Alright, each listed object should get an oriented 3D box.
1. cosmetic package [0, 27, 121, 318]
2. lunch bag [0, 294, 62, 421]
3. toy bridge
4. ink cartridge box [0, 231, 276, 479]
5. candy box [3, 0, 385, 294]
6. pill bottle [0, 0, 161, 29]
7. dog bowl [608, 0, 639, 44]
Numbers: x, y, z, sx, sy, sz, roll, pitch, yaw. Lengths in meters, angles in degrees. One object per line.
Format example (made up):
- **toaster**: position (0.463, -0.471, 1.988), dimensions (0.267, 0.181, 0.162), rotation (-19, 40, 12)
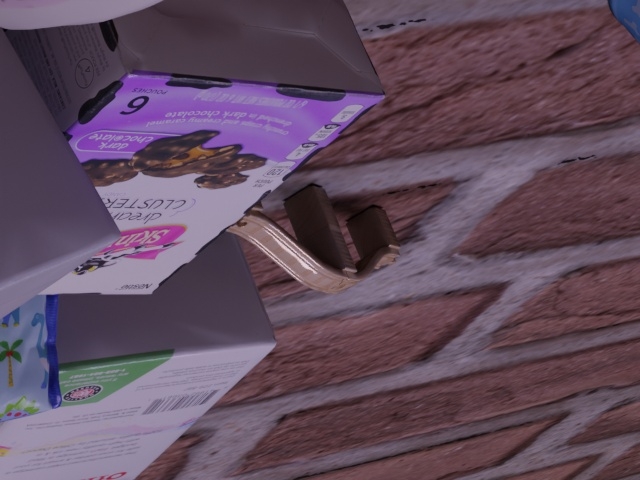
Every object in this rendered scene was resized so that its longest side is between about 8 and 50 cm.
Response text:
- **cosmetic package**: position (-0.238, 0.016, 0.753), dimensions (0.225, 0.138, 0.224), rotation (-33, 178, 24)
- **lunch bag**: position (-0.228, 0.047, 1.005), dimensions (0.151, 0.096, 0.129), rotation (0, 179, 44)
- **toy bridge**: position (0.000, 0.000, 1.159), dimensions (0.026, 0.063, 0.188), rotation (-31, 158, 23)
- **ink cartridge box**: position (-0.149, 0.079, 1.165), dimensions (0.154, 0.093, 0.212), rotation (-6, 153, -35)
- **candy box**: position (-0.096, -0.048, 0.924), dimensions (0.165, 0.070, 0.196), rotation (0, 150, -46)
- **pill bottle**: position (-0.114, -0.179, 0.413), dimensions (0.169, 0.169, 0.301), rotation (-27, 153, 13)
- **dog bowl**: position (0.305, -0.164, 1.041), dimensions (0.297, 0.074, 0.166), rotation (-28, 159, 14)
